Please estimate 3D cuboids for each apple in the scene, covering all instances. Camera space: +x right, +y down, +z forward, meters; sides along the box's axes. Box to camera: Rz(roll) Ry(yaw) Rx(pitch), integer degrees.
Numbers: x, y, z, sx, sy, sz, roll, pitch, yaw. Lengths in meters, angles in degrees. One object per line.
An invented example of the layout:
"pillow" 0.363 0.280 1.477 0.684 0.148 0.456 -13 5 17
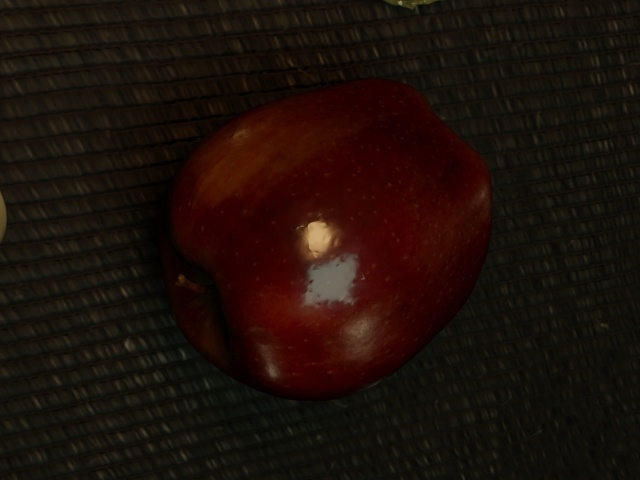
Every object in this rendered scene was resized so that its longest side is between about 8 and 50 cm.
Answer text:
"apple" 0.000 0.000 1.433 0.317 0.288 0.288 -31 127 -31

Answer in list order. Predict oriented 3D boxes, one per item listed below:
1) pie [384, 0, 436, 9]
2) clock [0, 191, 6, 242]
"pie" 0.111 -0.349 1.454 0.306 0.071 0.306 -13 120 -24
"clock" -0.430 -0.049 1.256 0.284 0.114 0.309 -35 125 -10
